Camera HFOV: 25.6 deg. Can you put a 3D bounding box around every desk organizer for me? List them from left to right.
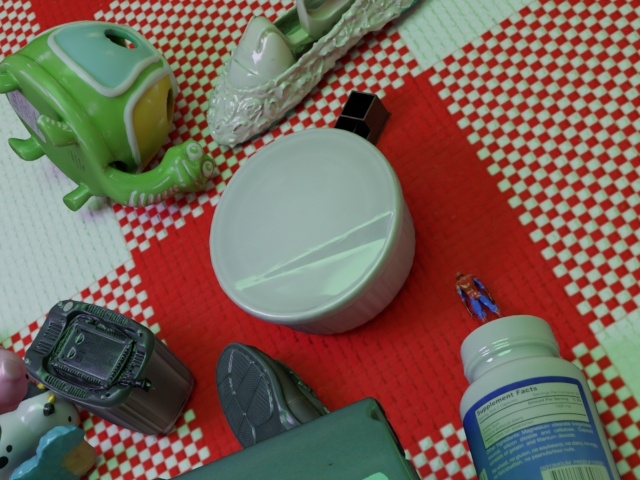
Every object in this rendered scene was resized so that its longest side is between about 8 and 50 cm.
[{"bbox_3d":[0.044,-0.141,1.959,0.047,0.050,0.130,15,69,33],"label":"desk organizer"}]

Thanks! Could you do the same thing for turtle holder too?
[{"bbox_3d":[-0.317,-0.192,2.059,0.227,0.243,0.320,-39,41,-21],"label":"turtle holder"}]

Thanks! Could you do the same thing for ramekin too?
[{"bbox_3d":[0.000,0.000,1.842,0.273,0.127,0.272,-11,61,21],"label":"ramekin"}]

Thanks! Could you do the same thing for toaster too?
[{"bbox_3d":[-0.269,0.174,1.871,0.227,0.146,0.129,15,71,34],"label":"toaster"}]

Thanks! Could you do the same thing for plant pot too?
[{"bbox_3d":[-0.032,0.349,1.493,0.334,0.341,0.341,-28,53,1],"label":"plant pot"}]

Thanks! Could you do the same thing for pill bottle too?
[{"bbox_3d":[0.242,0.226,1.577,0.152,0.152,0.272,-23,53,13],"label":"pill bottle"}]

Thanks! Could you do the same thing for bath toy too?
[{"bbox_3d":[-0.449,0.214,1.953,0.151,0.129,0.348,-25,45,-32],"label":"bath toy"}]

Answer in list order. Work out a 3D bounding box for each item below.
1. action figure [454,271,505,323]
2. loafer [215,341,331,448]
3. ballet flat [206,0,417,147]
[{"bbox_3d":[0.199,0.077,1.766,0.038,0.030,0.115,-32,47,0],"label":"action figure"},{"bbox_3d":[-0.029,0.239,1.763,0.302,0.095,0.109,47,119,42],"label":"loafer"},{"bbox_3d":[-0.028,-0.311,2.047,0.409,0.147,0.147,-40,52,1],"label":"ballet flat"}]
